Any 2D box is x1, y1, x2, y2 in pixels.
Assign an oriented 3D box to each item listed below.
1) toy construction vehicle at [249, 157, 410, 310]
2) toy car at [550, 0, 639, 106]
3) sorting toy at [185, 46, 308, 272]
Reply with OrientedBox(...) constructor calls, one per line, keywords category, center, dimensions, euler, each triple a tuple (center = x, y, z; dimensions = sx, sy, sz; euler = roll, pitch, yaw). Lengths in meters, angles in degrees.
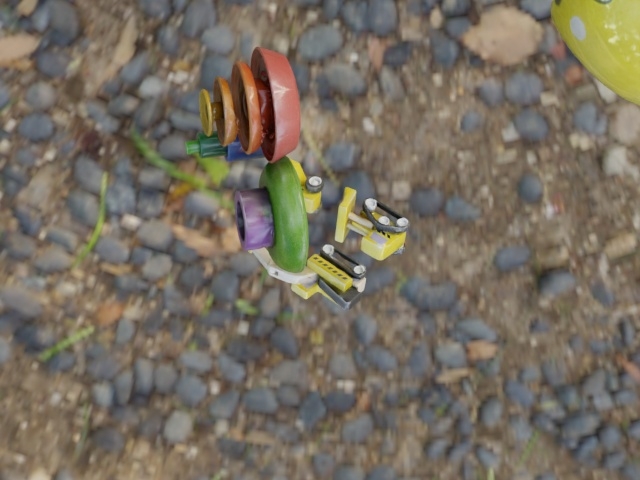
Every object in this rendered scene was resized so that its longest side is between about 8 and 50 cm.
OrientedBox(category="toy construction vehicle", center=(0.000, 0.000, 1.019), dimensions=(0.098, 0.035, 0.086), euler=(33, 143, 18))
OrientedBox(category="toy car", center=(0.180, -0.025, 0.495), dimensions=(0.239, 0.053, 0.225), euler=(-10, 150, -4))
OrientedBox(category="sorting toy", center=(-0.033, -0.034, 0.727), dimensions=(0.042, 0.061, 0.102), euler=(-8, 116, -12))
